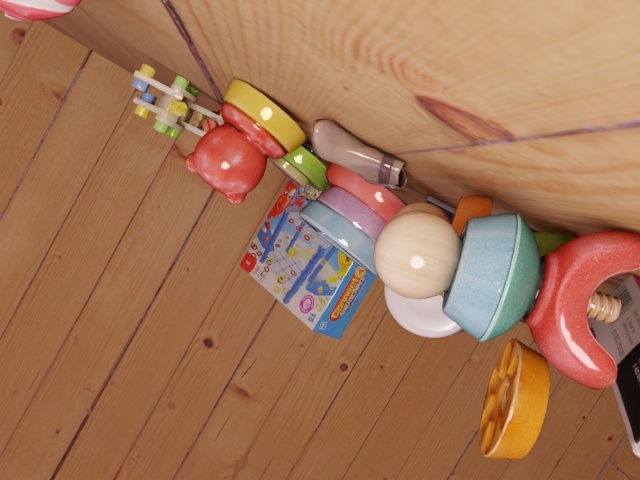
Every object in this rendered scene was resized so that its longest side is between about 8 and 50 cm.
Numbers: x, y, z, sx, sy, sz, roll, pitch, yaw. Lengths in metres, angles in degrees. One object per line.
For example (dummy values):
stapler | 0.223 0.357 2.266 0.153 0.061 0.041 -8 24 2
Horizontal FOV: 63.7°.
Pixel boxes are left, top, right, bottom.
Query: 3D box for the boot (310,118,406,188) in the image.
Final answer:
boot | 0.047 -0.089 0.546 0.087 0.042 0.118 24 -178 22

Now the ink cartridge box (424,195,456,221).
ink cartridge box | 0.260 0.029 0.734 0.223 0.045 0.224 32 -176 28

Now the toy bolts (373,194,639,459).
toy bolts | 0.113 0.055 0.406 0.159 0.218 0.228 17 174 10

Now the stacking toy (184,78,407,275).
stacking toy | -0.024 -0.057 0.737 0.309 0.130 0.279 38 179 6

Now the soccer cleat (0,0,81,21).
soccer cleat | -0.262 -0.236 0.321 0.095 0.082 0.248 -3 158 33

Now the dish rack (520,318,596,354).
dish rack | 0.374 0.147 0.648 0.272 0.074 0.208 16 178 -17

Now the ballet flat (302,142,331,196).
ballet flat | -0.005 -0.121 0.917 0.232 0.073 0.080 30 -177 -1

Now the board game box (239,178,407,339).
board game box | 0.000 0.000 1.104 0.086 0.301 0.308 27 -176 -44

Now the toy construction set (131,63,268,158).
toy construction set | -0.227 -0.228 1.079 0.328 0.151 0.215 42 -174 12

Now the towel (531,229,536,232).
towel | 0.221 -0.002 0.549 0.060 0.009 0.083 30 -176 11

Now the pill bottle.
pill bottle | 0.172 0.075 0.732 0.121 0.121 0.216 31 -177 22

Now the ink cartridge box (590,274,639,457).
ink cartridge box | 0.389 0.173 0.372 0.371 0.069 0.175 32 -152 4
